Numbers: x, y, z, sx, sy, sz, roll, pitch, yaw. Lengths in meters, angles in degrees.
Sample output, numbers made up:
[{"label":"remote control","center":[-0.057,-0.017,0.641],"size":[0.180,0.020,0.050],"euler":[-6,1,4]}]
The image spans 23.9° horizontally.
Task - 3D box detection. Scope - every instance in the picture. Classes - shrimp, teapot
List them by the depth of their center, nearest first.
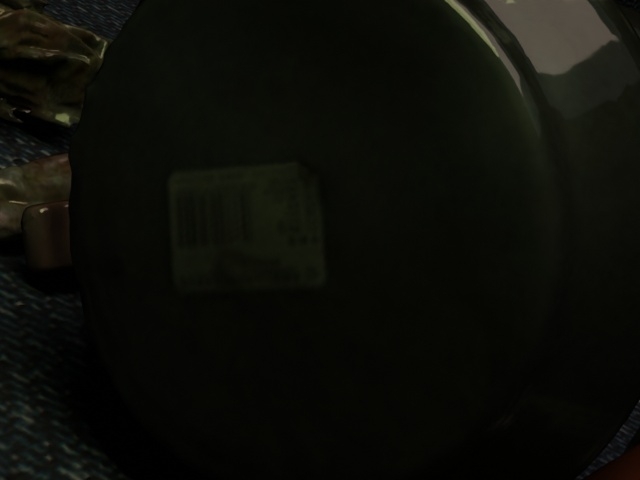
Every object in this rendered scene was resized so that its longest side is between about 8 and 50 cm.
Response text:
[{"label":"teapot","center":[0.040,-0.016,0.805],"size":[0.376,0.306,0.361],"euler":[-4,1,29]},{"label":"shrimp","center":[-0.214,-0.084,0.907],"size":[0.360,0.085,0.247],"euler":[0,44,-49]}]

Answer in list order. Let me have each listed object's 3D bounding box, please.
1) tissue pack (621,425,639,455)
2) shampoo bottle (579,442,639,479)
[{"label":"tissue pack","center":[0.205,0.156,0.828],"size":[0.051,0.112,0.156],"euler":[23,20,-14]},{"label":"shampoo bottle","center":[0.158,0.132,0.696],"size":[0.244,0.085,0.085],"euler":[-30,53,-26]}]
